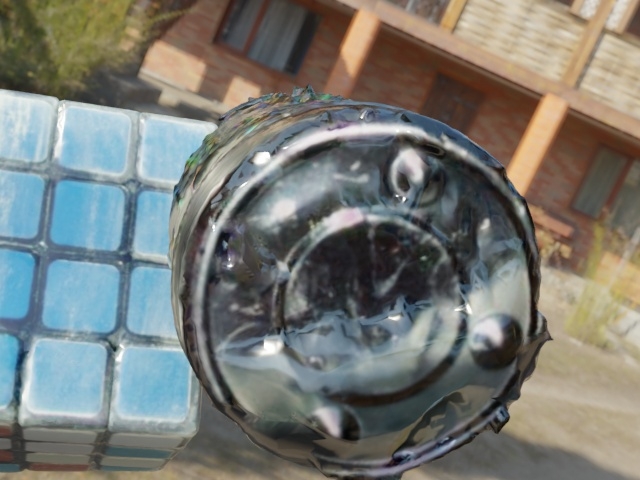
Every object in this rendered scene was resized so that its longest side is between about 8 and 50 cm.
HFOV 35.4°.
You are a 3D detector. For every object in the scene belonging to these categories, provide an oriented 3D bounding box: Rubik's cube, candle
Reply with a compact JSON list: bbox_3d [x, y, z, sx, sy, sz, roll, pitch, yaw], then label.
[{"bbox_3d":[-0.231,0.048,0.815,0.256,0.259,0.253,6,-20,-15],"label":"Rubik's cube"},{"bbox_3d":[0.000,0.000,0.608,0.187,0.188,0.330,23,6,-14],"label":"candle"}]
